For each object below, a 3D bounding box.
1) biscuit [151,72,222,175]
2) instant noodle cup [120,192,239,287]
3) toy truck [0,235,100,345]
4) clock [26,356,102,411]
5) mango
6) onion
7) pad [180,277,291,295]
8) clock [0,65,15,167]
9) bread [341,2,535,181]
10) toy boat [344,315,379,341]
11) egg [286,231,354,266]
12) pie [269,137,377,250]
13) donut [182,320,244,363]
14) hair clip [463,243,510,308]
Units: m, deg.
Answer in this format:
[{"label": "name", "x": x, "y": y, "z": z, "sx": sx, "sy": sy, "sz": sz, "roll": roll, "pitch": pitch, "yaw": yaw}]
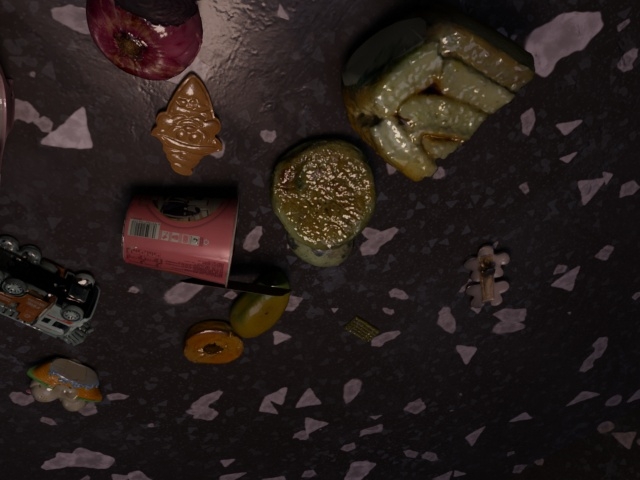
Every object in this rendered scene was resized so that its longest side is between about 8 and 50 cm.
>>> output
[{"label": "biscuit", "x": -0.301, "y": -0.258, "z": 1.251, "sx": 0.163, "sy": 0.035, "sz": 0.250, "roll": 0, "pitch": 124, "yaw": -20}, {"label": "instant noodle cup", "x": -0.331, "y": -0.015, "z": 1.319, "sx": 0.255, "sy": 0.244, "sz": 0.243, "roll": 7, "pitch": 124, "yaw": -9}, {"label": "toy truck", "x": -0.717, "y": 0.139, "z": 1.375, "sx": 0.338, "sy": 0.132, "sz": 0.184, "roll": 34, "pitch": 121, "yaw": -30}, {"label": "clock", "x": -0.741, "y": 0.423, "z": 1.594, "sx": 0.231, "sy": 0.103, "sz": 0.144, "roll": 34, "pitch": 113, "yaw": -30}, {"label": "mango", "x": -0.165, "y": 0.189, "z": 1.581, "sx": 0.237, "sy": 0.091, "sz": 0.137, "roll": -42, "pitch": 130, "yaw": 16}, {"label": "onion", "x": -0.336, "y": -0.398, "z": 1.049, "sx": 0.208, "sy": 0.200, "sz": 0.200, "roll": 0, "pitch": 127, "yaw": -30}, {"label": "pad", "x": -0.216, "y": 0.118, "z": 1.432, "sx": 0.266, "sy": 0.176, "sz": 0.002, "roll": 8, "pitch": 91, "yaw": 7}, {"label": "clock", "x": -0.638, "y": -0.193, "z": 1.022, "sx": 0.080, "sy": 0.275, "sz": 0.290, "roll": 3, "pitch": 97, "yaw": -19}, {"label": "bread", "x": 0.232, "y": -0.357, "z": 1.182, "sx": 0.395, "sy": 0.239, "sz": 0.264, "roll": -42, "pitch": 122, "yaw": 10}, {"label": "toy boat", "x": 0.134, "y": 0.288, "z": 1.779, "sx": 0.115, "sy": 0.016, "sz": 0.063, "roll": 34, "pitch": 111, "yaw": -32}, {"label": "egg", "x": 0.000, "y": 0.000, "z": 1.451, "sx": 0.182, "sy": 0.141, "sz": 0.141, "roll": 6, "pitch": 124, "yaw": -12}, {"label": "pie", "x": 0.012, "y": -0.116, "z": 1.355, "sx": 0.277, "sy": 0.078, "sz": 0.276, "roll": -1, "pitch": 101, "yaw": -6}, {"label": "donut", "x": -0.320, "y": 0.303, "z": 1.643, "sx": 0.179, "sy": 0.065, "sz": 0.162, "roll": 13, "pitch": 127, "yaw": -24}, {"label": "hair clip", "x": 0.527, "y": 0.121, "z": 1.730, "sx": 0.146, "sy": 0.075, "sz": 0.257, "roll": -16, "pitch": 135, "yaw": 0}]
